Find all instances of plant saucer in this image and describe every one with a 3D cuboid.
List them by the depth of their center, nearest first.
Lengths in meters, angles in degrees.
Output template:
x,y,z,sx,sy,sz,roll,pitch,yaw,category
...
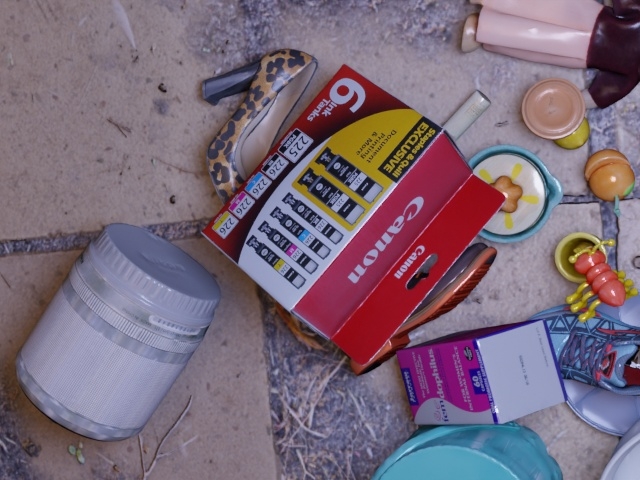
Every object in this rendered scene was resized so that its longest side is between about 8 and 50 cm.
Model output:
x,y,z,sx,sy,sz,roll,pitch,yaw,category
0.308,-0.175,1.491,0.083,0.013,0.083,-2,82,11,plant saucer

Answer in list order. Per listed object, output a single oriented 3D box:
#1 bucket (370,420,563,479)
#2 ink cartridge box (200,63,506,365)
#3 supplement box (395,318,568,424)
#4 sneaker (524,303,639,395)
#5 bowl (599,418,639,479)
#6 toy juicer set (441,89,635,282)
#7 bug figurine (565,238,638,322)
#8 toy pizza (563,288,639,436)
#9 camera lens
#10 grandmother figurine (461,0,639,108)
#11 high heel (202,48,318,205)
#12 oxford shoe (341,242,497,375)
x,y,z,sx,sy,sz,roll,pitch,yaw,category
0.193,0.378,1.530,0.281,0.183,0.281,0,91,18,bucket
0.045,-0.036,1.510,0.272,0.130,0.309,38,88,35,ink cartridge box
0.208,0.178,1.495,0.114,0.220,0.111,-14,86,-24,supplement box
0.374,0.144,1.458,0.262,0.125,0.104,7,93,18,sneaker
0.495,0.302,1.430,0.298,0.134,0.298,4,118,7,bowl
0.266,-0.098,1.531,0.329,0.089,0.209,27,106,17,toy juicer set
0.459,0.041,1.410,0.279,0.072,0.216,-27,58,-10,bug figurine
0.419,0.165,1.528,0.201,0.032,0.201,0,91,19,toy pizza
-0.301,0.140,1.663,0.219,0.219,0.274,38,103,13,camera lens
0.364,-0.265,1.494,0.342,0.104,0.208,14,126,19,grandmother figurine
-0.071,-0.145,1.641,0.186,0.093,0.261,-16,78,24,high heel
0.127,0.077,1.590,0.271,0.097,0.098,-39,74,16,oxford shoe
